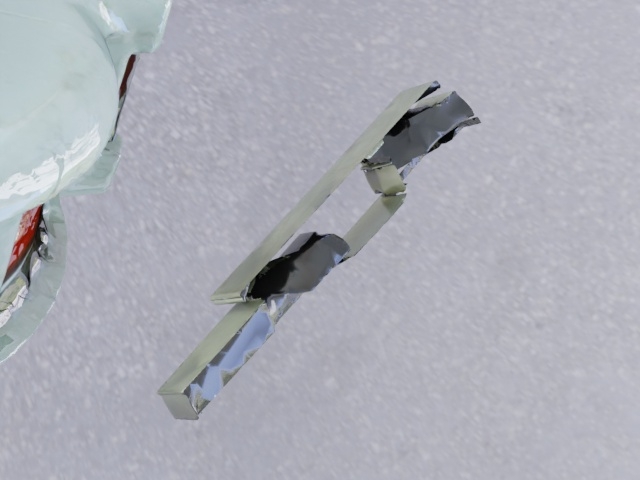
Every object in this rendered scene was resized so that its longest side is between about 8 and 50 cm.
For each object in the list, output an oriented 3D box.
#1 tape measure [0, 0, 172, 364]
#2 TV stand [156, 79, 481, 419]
[{"bbox_3d":[-0.181,-0.054,0.440,0.243,0.246,0.125,16,123,-11],"label":"tape measure"},{"bbox_3d":[0.000,0.000,0.723,0.249,0.036,0.042,-48,112,-28],"label":"TV stand"}]
